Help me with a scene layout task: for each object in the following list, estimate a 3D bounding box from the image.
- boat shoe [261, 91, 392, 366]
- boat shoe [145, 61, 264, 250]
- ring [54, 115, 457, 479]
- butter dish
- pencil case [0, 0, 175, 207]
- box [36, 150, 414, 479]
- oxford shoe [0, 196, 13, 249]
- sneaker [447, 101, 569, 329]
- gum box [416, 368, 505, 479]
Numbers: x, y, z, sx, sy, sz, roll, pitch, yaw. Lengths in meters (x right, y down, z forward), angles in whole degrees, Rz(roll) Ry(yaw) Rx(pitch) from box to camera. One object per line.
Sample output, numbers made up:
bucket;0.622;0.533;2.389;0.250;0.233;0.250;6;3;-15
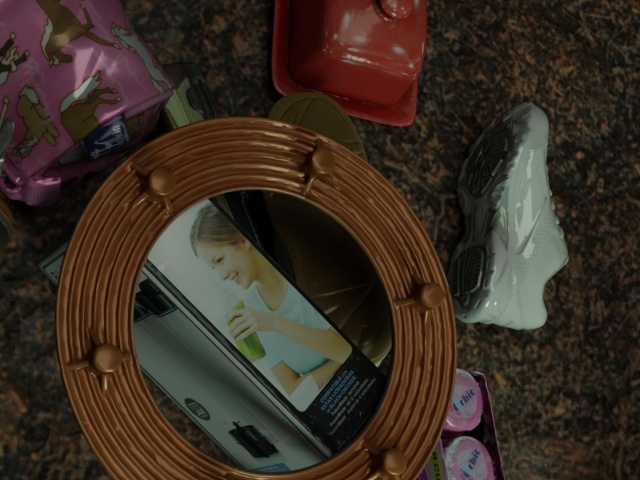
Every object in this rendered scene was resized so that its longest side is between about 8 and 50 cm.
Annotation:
boat shoe;0.000;0.000;1.291;0.098;0.096;0.277;-6;64;-6
boat shoe;-0.090;-0.059;1.262;0.073;0.080;0.223;-25;84;-27
ring;-0.035;0.064;1.090;0.336;0.032;0.336;7;75;-26
butter dish;0.045;-0.206;1.357;0.160;0.118;0.160;12;71;-25
pencil case;-0.284;-0.216;1.154;0.386;0.160;0.167;54;14;-3
box;-0.082;0.076;1.178;0.290;0.169;0.087;47;62;-11
oxford shoe;-0.316;-0.082;1.152;0.212;0.076;0.076;47;42;-12
sneaker;0.195;-0.019;1.414;0.115;0.090;0.232;21;75;-30
gum box;0.108;0.210;1.275;0.062;0.107;0.188;-3;77;-30
